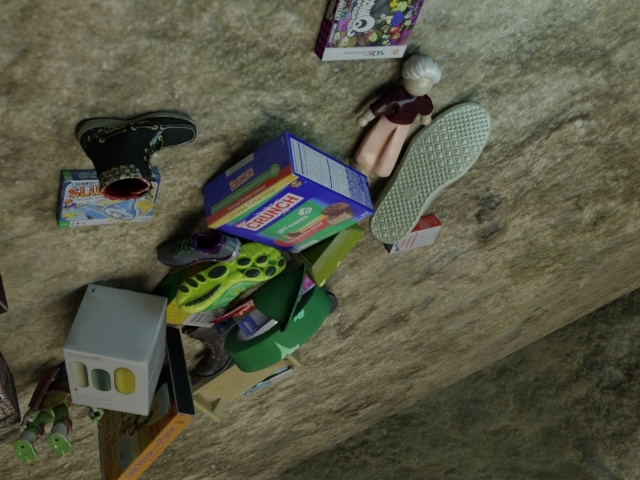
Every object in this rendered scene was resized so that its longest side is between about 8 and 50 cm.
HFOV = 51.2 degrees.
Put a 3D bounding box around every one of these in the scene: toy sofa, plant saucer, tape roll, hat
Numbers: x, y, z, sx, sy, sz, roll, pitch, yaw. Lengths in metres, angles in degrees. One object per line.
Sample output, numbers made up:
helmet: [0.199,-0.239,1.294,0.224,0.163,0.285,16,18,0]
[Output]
toy sofa: [-0.254,0.405,2.169,0.363,0.177,0.150,-35,127,10]
plant saucer: [0.000,0.000,1.745,0.045,0.188,0.188,34,97,-39]
tape roll: [-0.120,0.230,1.867,0.321,0.321,0.077,-34,105,6]
hat: [-0.154,0.127,1.660,0.184,0.208,0.173,19,167,-8]

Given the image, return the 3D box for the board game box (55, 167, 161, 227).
board game box: [-0.454,-0.093,1.431,0.201,0.035,0.136,-7,140,-31]

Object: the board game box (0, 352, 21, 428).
board game box: [-0.882,0.356,1.605,0.232,0.141,0.291,-17,145,-20]

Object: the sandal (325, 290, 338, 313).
sandal: [-0.053,0.183,2.105,0.255,0.054,0.097,10,123,-32]

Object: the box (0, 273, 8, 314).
box: [-0.723,0.053,1.266,0.169,0.203,0.167,-23,147,-9]

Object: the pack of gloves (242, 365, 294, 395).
pack of gloves: [-0.216,0.490,2.407,0.232,0.046,0.195,-23,158,-5]

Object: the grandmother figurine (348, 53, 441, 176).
grandmother figurine: [0.190,-0.296,1.601,0.208,0.104,0.342,-16,148,-35]

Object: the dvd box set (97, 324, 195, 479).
dvd box set: [-0.513,0.487,1.916,0.062,0.307,0.420,21,123,-37]

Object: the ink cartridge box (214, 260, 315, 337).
ink cartridge box: [-0.146,0.167,1.842,0.311,0.065,0.186,-36,-168,-11]

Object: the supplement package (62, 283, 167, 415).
supplement package: [-0.506,0.277,1.676,0.200,0.198,0.262,11,137,-5]

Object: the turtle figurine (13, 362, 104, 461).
turtle figurine: [-0.698,0.496,1.790,0.198,0.266,0.274,20,110,-12]

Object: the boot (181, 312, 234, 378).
boot: [-0.338,0.299,2.017,0.263,0.091,0.229,-41,140,10]

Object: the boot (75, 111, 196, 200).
boot: [-0.336,-0.162,1.298,0.237,0.178,0.085,-9,141,-28]

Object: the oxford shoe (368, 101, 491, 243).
oxford shoe: [0.284,-0.187,1.805,0.449,0.169,0.130,-54,-178,20]

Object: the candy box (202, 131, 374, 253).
candy box: [-0.071,-0.098,1.586,0.268,0.122,0.317,-28,150,31]

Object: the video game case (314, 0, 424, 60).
video game case: [0.112,-0.474,1.351,0.210,0.041,0.232,-11,142,-29]

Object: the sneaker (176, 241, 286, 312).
sneaker: [-0.227,0.093,1.663,0.296,0.109,0.123,-25,172,-23]

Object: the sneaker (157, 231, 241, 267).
sneaker: [-0.304,0.009,1.587,0.224,0.083,0.098,-8,156,19]

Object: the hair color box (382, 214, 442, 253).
hair color box: [0.285,-0.019,2.082,0.167,0.053,0.093,-13,145,-26]

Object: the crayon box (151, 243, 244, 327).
crayon box: [-0.285,0.099,1.776,0.318,0.081,0.202,-45,144,23]
